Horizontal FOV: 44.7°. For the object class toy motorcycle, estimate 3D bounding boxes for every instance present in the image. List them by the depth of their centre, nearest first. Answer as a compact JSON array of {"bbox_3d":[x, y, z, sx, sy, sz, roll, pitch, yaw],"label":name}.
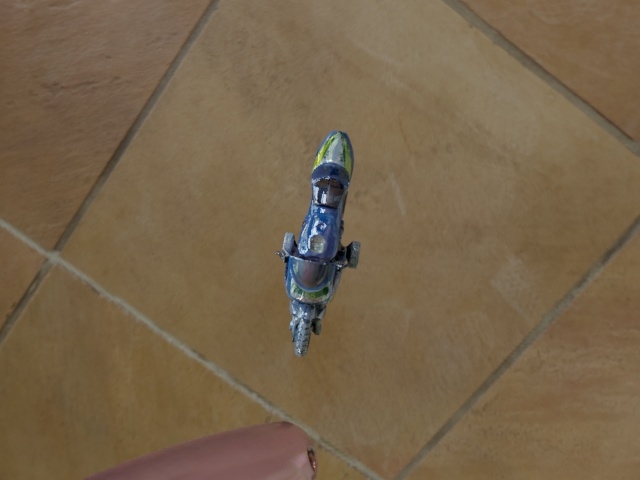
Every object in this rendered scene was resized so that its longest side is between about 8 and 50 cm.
[{"bbox_3d":[0.000,0.000,0.884,0.092,0.254,0.135,9,154,4],"label":"toy motorcycle"}]

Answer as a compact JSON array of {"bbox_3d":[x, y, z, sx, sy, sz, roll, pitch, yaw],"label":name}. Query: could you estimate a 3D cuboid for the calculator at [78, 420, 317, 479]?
[{"bbox_3d":[-0.100,0.216,0.308,0.048,0.330,0.219,0,105,46],"label":"calculator"}]
